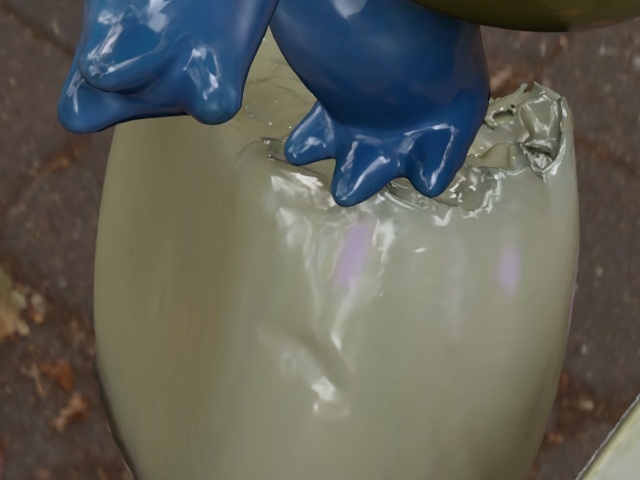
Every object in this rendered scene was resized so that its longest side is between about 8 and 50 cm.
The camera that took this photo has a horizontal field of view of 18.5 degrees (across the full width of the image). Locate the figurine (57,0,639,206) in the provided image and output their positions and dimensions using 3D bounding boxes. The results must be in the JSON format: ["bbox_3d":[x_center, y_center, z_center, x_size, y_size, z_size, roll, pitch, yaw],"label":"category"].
[{"bbox_3d":[0.076,-0.139,0.478,0.298,0.416,0.243,-14,99,3],"label":"figurine"}]

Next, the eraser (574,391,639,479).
[{"bbox_3d":[0.187,0.008,0.570,0.230,0.157,0.038,-56,48,14],"label":"eraser"}]

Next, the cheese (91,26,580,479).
[{"bbox_3d":[0.000,0.000,0.722,0.127,0.233,0.266,4,25,-21],"label":"cheese"}]
